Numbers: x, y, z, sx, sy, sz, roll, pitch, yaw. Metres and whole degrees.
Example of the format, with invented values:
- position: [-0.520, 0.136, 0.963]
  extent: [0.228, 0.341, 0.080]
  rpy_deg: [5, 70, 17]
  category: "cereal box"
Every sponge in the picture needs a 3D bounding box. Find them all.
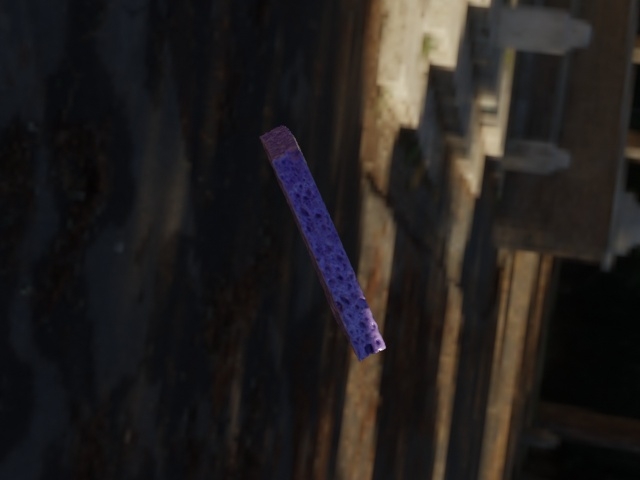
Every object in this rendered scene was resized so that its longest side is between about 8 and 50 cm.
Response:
- position: [0.000, 0.000, 1.321]
  extent: [0.117, 0.031, 0.210]
  rpy_deg: [-121, -173, -71]
  category: "sponge"
